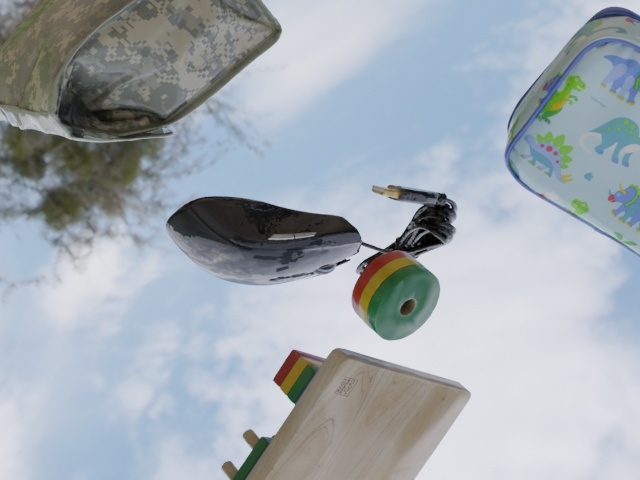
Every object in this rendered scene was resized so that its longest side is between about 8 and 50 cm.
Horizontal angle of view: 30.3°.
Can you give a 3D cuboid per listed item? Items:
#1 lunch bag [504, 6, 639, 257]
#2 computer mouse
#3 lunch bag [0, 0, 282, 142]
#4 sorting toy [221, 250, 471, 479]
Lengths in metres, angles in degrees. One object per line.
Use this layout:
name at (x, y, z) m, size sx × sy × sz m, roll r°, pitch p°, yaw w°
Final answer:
lunch bag at (0.288, -0.088, 1.036) m, size 0.176 × 0.219 × 0.090 m, roll -56°, pitch -173°, yaw 34°
computer mouse at (0.000, 0.000, 1.091) m, size 0.184 × 0.262 × 0.060 m, roll -39°, pitch -132°, yaw 50°
lunch bag at (-0.227, -0.209, 1.308) m, size 0.287 × 0.169 × 0.235 m, roll -44°, pitch -147°, yaw -19°
sorting toy at (0.002, 0.130, 0.715) m, size 0.046 × 0.132 × 0.275 m, roll 41°, pitch -76°, yaw 41°
